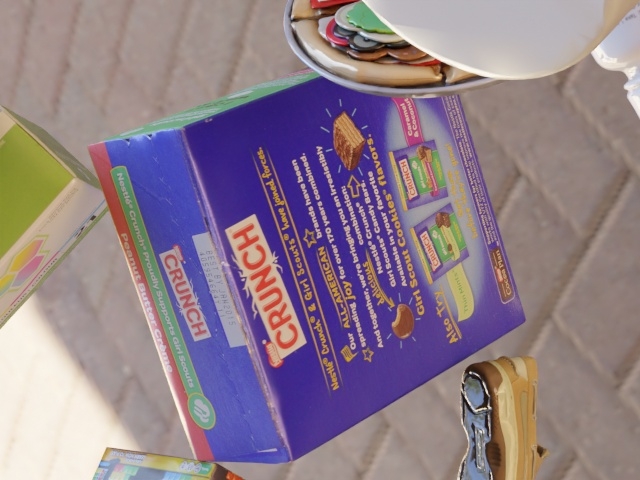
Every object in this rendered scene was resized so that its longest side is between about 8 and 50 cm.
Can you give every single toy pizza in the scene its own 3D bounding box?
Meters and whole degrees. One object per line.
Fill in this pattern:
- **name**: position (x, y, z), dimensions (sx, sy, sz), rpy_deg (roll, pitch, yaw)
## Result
- **toy pizza**: position (0.074, -0.162, 1.143), dimensions (0.201, 0.201, 0.032), rpy_deg (33, 147, 39)

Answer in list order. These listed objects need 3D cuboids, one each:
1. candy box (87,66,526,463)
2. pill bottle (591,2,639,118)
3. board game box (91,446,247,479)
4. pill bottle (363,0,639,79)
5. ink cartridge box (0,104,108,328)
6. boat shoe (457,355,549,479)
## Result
- **candy box**: position (0.000, 0.000, 1.419), dimensions (0.122, 0.317, 0.268), rpy_deg (-10, 100, 44)
- **pill bottle**: position (0.302, -0.259, 1.648), dimensions (0.160, 0.160, 0.283), rpy_deg (-24, 93, 57)
- **board game box**: position (-0.142, 0.243, 1.408), dimensions (0.048, 0.141, 0.170), rpy_deg (35, 158, -31)
- **pill bottle**: position (0.134, -0.210, 0.717), dimensions (0.176, 0.318, 0.176), rpy_deg (27, 145, 21)
- **ink cartridge box**: position (-0.279, -0.007, 1.347), dimensions (0.097, 0.189, 0.255), rpy_deg (42, -179, 8)
- **boat shoe**: position (0.160, 0.186, 1.461), dimensions (0.068, 0.072, 0.190), rpy_deg (33, 128, 52)
